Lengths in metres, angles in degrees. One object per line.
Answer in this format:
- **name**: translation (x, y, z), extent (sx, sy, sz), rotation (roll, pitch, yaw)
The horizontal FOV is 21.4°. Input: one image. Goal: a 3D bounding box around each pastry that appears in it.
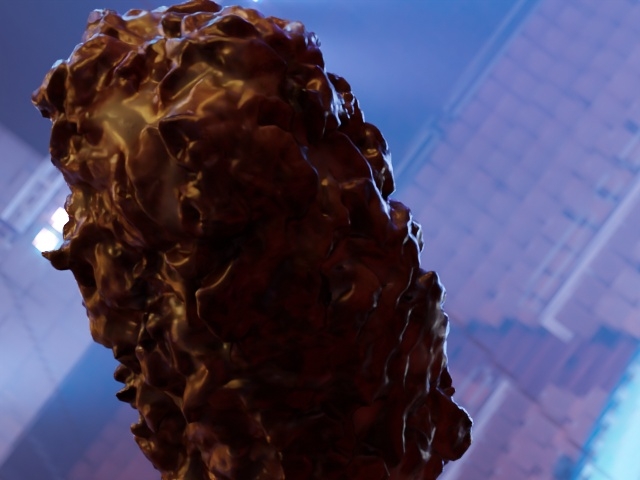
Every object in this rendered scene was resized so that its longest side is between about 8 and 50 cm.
- **pastry**: translation (-0.020, 0.018, 0.579), extent (0.115, 0.208, 0.097), rotation (-31, 28, -31)
